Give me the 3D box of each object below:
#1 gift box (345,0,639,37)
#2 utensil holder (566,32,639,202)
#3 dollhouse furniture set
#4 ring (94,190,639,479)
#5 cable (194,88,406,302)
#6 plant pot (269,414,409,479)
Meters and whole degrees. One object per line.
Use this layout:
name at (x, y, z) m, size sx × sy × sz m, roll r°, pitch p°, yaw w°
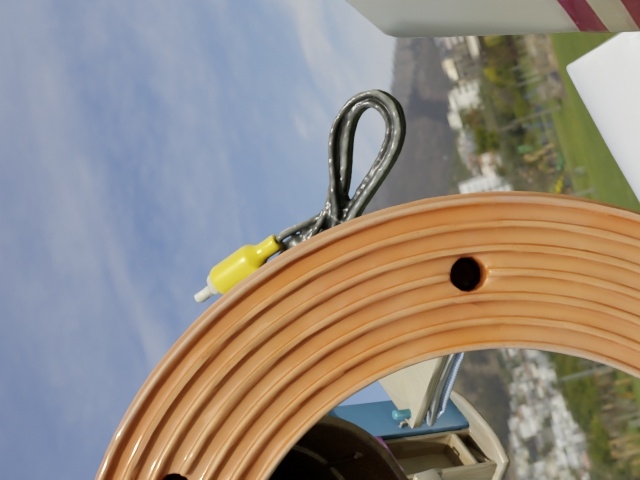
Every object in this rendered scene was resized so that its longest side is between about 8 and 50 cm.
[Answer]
gift box at (0.090, -0.211, 0.275) m, size 0.258 × 0.276 × 0.255 m, roll 20°, pitch -109°, yaw -58°
utensil holder at (0.462, -0.083, 1.027) m, size 0.385 × 0.327 × 0.327 m, roll 58°, pitch -167°, yaw -2°
dollhouse furniture set at (0.146, 0.153, 1.139) m, size 0.286 × 0.198 × 0.303 m, roll 51°, pitch 135°, yaw 48°
ring at (0.071, 0.150, 0.411) m, size 0.032 × 0.336 × 0.337 m, roll 44°, pitch -151°, yaw -88°
cable at (0.000, 0.000, 1.001) m, size 0.139 × 0.287 × 0.072 m, roll 43°, pitch -154°, yaw 16°
plant pot at (-0.048, 0.202, 0.653) m, size 0.167 × 0.165 × 0.167 m, roll 20°, pitch -119°, yaw -40°
